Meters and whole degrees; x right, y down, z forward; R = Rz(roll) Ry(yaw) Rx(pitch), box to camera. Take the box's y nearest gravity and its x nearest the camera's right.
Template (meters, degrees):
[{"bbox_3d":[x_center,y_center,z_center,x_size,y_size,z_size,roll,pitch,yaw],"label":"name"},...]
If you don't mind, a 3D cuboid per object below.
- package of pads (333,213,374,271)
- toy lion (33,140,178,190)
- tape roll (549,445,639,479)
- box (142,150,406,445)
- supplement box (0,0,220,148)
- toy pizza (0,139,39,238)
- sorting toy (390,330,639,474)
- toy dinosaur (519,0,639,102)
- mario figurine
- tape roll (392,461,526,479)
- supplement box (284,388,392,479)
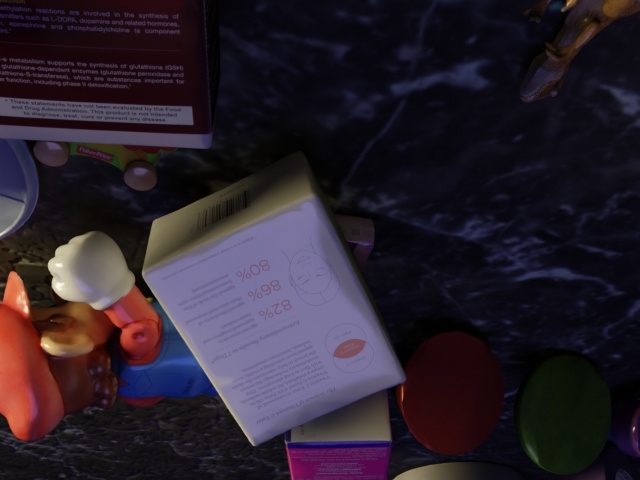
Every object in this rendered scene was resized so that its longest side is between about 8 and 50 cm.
[{"bbox_3d":[0.000,0.000,0.602,0.083,0.032,0.050,7,144,-9],"label":"package of pads"},{"bbox_3d":[-0.137,-0.084,0.495,0.100,0.034,0.096,15,134,-18],"label":"toy lion"},{"bbox_3d":[0.388,0.380,0.977,0.080,0.189,0.189,-27,136,32],"label":"tape roll"},{"bbox_3d":[-0.032,0.044,0.543,0.130,0.091,0.170,-24,116,4],"label":"box"},{"bbox_3d":[-0.118,-0.158,0.350,0.130,0.073,0.239,3,140,-4],"label":"supplement box"},{"bbox_3d":[-0.299,-0.067,0.510,0.201,0.032,0.201,3,139,2],"label":"toy pizza"},{"bbox_3d":[0.220,0.184,0.819,0.365,0.127,0.126,15,170,-23],"label":"sorting toy"},{"bbox_3d":[0.180,-0.152,0.391,0.112,0.064,0.211,6,156,-38],"label":"toy dinosaur"},{"bbox_3d":[-0.159,0.072,0.662,0.320,0.170,0.198,3,108,-21],"label":"mario figurine"},{"bbox_3d":[0.214,0.414,1.121,0.219,0.072,0.219,0,144,0],"label":"tape roll"},{"bbox_3d":[0.020,0.220,0.830,0.114,0.111,0.220,-1,144,0],"label":"supplement box"}]
